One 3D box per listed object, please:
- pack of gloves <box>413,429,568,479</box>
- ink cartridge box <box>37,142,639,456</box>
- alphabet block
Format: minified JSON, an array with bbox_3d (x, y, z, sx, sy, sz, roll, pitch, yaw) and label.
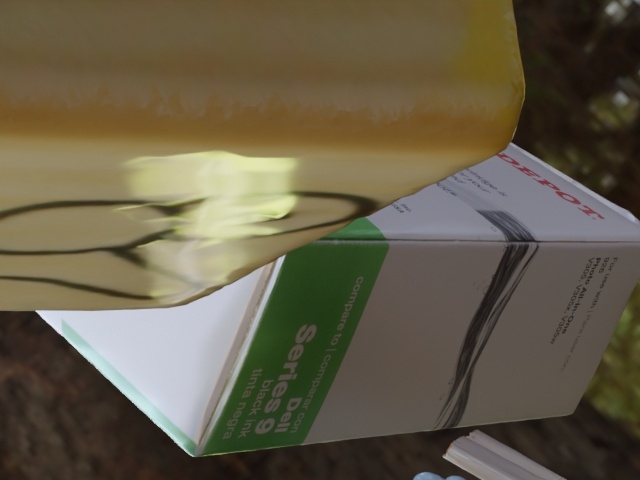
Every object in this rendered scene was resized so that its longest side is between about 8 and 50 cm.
[{"bbox_3d":[0.139,0.161,0.737,0.046,0.232,0.195,-63,-13,7],"label":"pack of gloves"},{"bbox_3d":[0.000,0.000,0.933,0.289,0.211,0.122,1,-63,-46],"label":"ink cartridge box"},{"bbox_3d":[-0.093,-0.090,0.415,0.197,0.193,0.192,0,-12,-29],"label":"alphabet block"}]
